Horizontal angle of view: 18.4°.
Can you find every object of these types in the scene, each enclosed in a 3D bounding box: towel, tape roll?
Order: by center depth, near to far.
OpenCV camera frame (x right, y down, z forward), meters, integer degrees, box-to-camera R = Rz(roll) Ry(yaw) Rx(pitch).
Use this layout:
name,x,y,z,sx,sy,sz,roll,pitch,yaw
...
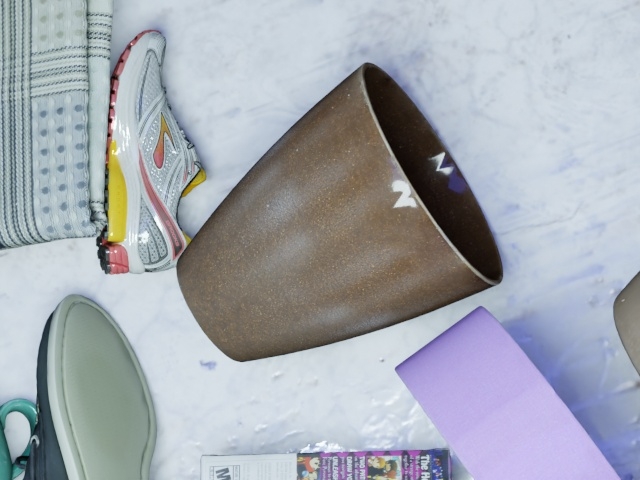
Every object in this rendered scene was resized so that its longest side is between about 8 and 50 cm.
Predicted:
name,x,y,z,sx,sy,sz,roll,pitch,yaw
tape roll,0.173,0.186,1.558,0.090,0.275,0.275,-36,76,-1
towel,-0.326,-0.144,1.779,0.312,0.056,0.324,-7,78,26

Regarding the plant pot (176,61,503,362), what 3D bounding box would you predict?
name,x,y,z,sx,sy,sz,roll,pitch,yaw
plant pot,0.000,0.000,1.672,0.230,0.215,0.215,-31,76,15

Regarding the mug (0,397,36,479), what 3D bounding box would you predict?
name,x,y,z,sx,sy,sz,roll,pitch,yaw
mug,-0.319,0.192,1.699,0.158,0.129,0.097,-20,80,3

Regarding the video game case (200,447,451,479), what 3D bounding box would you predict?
name,x,y,z,sx,sy,sz,roll,pitch,yaw
video game case,0.005,0.285,1.601,0.210,0.042,0.232,-3,65,3

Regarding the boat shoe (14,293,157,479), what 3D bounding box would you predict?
name,x,y,z,sx,sy,sz,roll,pitch,yaw
boat shoe,-0.205,0.209,1.677,0.113,0.127,0.340,-33,59,27

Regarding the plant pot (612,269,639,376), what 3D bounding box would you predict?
name,x,y,z,sx,sy,sz,roll,pitch,yaw
plant pot,0.371,0.053,1.594,0.229,0.263,0.263,-36,76,18

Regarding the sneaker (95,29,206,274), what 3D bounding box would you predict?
name,x,y,z,sx,sy,sz,roll,pitch,yaw
sneaker,-0.150,-0.077,1.764,0.093,0.088,0.225,3,79,-12
